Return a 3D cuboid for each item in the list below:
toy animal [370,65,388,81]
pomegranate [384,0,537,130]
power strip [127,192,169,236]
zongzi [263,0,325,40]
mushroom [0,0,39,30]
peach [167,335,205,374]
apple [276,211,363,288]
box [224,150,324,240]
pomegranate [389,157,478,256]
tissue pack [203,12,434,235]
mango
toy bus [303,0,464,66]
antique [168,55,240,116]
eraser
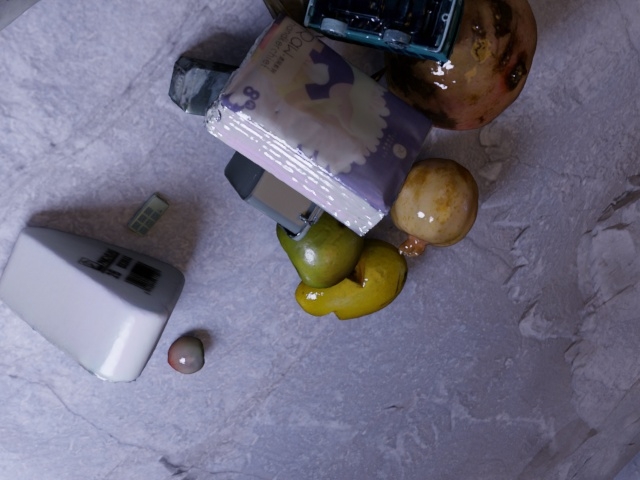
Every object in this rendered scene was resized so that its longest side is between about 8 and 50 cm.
[{"bbox_3d":[0.036,-0.282,1.549,0.197,0.160,0.272,-40,104,-1],"label":"toy animal"},{"bbox_3d":[0.273,-0.371,1.570,0.322,0.322,0.322,-14,122,-24],"label":"pomegranate"},{"bbox_3d":[-0.330,-0.048,1.545,0.090,0.016,0.040,-49,129,2],"label":"power strip"},{"bbox_3d":[-0.113,-0.453,1.389,0.241,0.111,0.247,-19,129,-25],"label":"zongzi"},{"bbox_3d":[-0.460,-0.394,1.227,0.351,0.097,0.109,-31,128,-16],"label":"mushroom"},{"bbox_3d":[-0.282,0.241,1.697,0.083,0.083,0.083,-14,122,-24],"label":"peach"},{"bbox_3d":[0.000,0.000,1.662,0.157,0.196,0.196,-36,128,-8],"label":"apple"},{"bbox_3d":[-0.081,-0.124,1.523,0.135,0.243,0.163,29,100,-27],"label":"box"},{"bbox_3d":[0.253,-0.080,1.766,0.207,0.207,0.207,-14,122,-24],"label":"pomegranate"},{"bbox_3d":[0.001,-0.202,1.385,0.344,0.125,0.242,35,58,-9],"label":"tissue pack"},{"bbox_3d":[0.070,0.092,1.797,0.262,0.130,0.167,-28,121,-10],"label":"mango"},{"bbox_3d":[0.119,-0.391,1.387,0.147,0.256,0.128,0,106,-67],"label":"toy bus"},{"bbox_3d":[-0.180,-0.273,1.467,0.183,0.088,0.086,4,113,-32],"label":"antique"},{"bbox_3d":[-0.371,0.119,1.427,0.331,0.331,0.150,20,104,-37],"label":"eraser"}]
